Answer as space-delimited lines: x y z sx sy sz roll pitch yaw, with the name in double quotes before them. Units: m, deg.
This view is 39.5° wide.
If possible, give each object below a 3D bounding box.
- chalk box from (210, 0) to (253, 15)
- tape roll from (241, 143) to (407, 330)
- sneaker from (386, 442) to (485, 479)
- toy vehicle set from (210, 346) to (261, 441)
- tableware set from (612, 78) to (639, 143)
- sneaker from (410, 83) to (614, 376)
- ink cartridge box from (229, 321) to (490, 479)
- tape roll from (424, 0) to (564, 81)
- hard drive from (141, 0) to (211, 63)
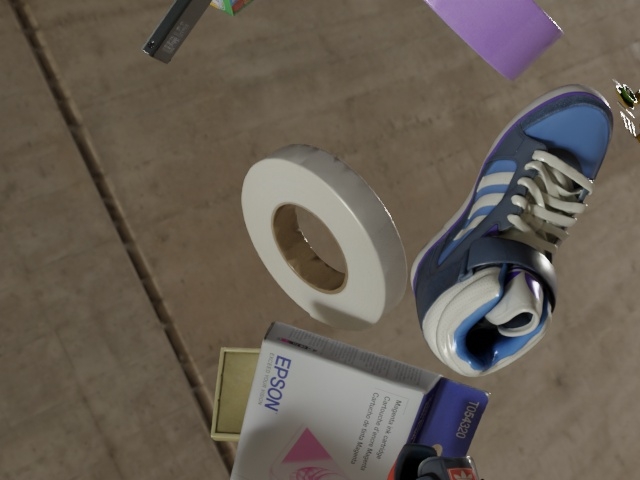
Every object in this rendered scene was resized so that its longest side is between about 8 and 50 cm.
"chalk box" -0.172 -0.524 1.671 0.132 0.213 0.132 -43 148 -22
"tape roll" 0.000 0.000 1.732 0.072 0.392 0.392 -36 -174 -32
"sneaker" 0.167 0.336 1.030 0.131 0.148 0.350 10 -177 -26
"toy vehicle set" -0.055 0.279 1.586 0.267 0.165 0.035 2 157 9
"tableware set" 0.526 -0.202 1.459 0.024 0.104 0.154 -36 -151 33
"sneaker" 0.225 0.001 0.936 0.322 0.130 0.236 -52 -161 15
"ink cartridge box" 0.044 0.310 1.320 0.330 0.324 0.071 18 -151 8
"tape roll" 0.185 -0.332 1.138 0.090 0.275 0.275 -45 173 20
"hard drive" -0.211 -0.331 1.338 0.135 0.022 0.094 -53 177 7
